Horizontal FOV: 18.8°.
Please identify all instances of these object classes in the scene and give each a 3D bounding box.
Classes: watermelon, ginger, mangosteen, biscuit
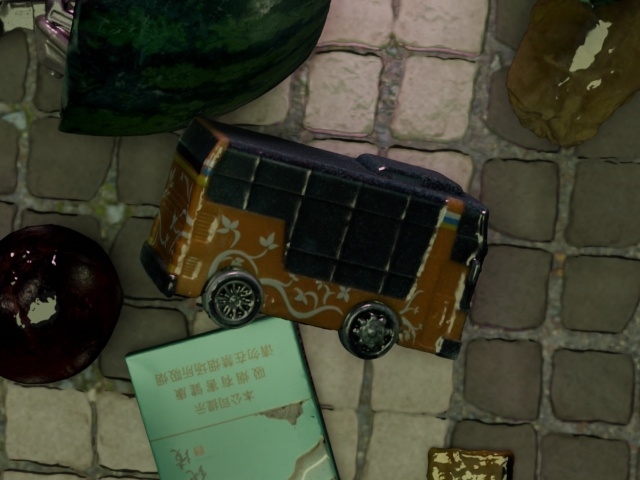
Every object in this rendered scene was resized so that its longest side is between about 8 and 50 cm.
[{"bbox_3d":[-0.081,-0.257,1.641,0.222,0.292,0.319,17,65,-10],"label":"watermelon"},{"bbox_3d":[0.265,-0.201,1.703,0.263,0.109,0.116,-45,55,4],"label":"ginger"},{"bbox_3d":[-0.244,0.062,1.738,0.152,0.152,0.152,0,94,3],"label":"mangosteen"},{"bbox_3d":[0.138,0.233,1.785,0.081,0.018,0.083,1,94,3],"label":"biscuit"}]

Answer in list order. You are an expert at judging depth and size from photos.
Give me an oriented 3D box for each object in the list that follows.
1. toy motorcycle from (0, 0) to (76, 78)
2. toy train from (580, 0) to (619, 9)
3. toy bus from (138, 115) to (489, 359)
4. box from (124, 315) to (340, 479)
[{"bbox_3d":[-0.288,-0.199,1.744,0.215,0.080,0.122,26,95,-5],"label":"toy motorcycle"},{"bbox_3d":[0.252,-0.342,1.618,0.238,0.167,0.299,-31,59,4],"label":"toy train"},{"bbox_3d":[0.000,0.000,1.679,0.275,0.138,0.167,15,99,-18],"label":"toy bus"},{"bbox_3d":[-0.072,0.193,1.780,0.162,0.041,0.229,-15,93,4],"label":"box"}]
